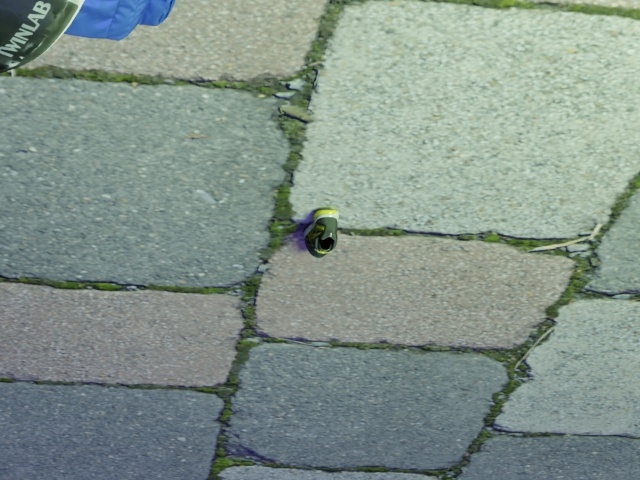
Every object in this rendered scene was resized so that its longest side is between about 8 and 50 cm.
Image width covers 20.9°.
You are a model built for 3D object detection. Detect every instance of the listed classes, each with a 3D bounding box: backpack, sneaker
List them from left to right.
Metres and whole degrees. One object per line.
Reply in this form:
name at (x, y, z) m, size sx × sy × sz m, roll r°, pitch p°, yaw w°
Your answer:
backpack at (-0.145, -0.220, 1.258) m, size 0.101 × 0.098 × 0.120 m, roll 0°, pitch 140°, yaw -21°
sneaker at (0.000, 0.000, 1.730) m, size 0.031 × 0.035 × 0.083 m, roll 3°, pitch 152°, yaw -6°

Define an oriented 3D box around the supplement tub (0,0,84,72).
supplement tub at (-0.305, -0.242, 1.102) m, size 0.316 × 0.193 × 0.193 m, roll 20°, pitch 145°, yaw -33°
